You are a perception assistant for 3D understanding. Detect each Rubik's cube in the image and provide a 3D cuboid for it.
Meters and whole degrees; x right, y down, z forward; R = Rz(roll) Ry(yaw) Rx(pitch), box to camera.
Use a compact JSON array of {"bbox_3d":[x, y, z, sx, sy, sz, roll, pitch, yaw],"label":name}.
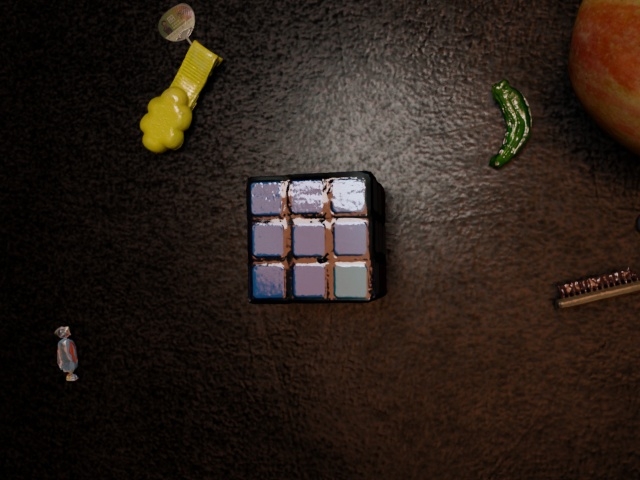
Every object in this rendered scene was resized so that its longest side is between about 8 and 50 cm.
[{"bbox_3d":[0.000,0.000,0.880,0.160,0.163,0.162,-1,87,11],"label":"Rubik's cube"}]

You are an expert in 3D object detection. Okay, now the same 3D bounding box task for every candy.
[{"bbox_3d":[-0.388,0.173,1.022,0.030,0.020,0.083,-9,89,11],"label":"candy"}]

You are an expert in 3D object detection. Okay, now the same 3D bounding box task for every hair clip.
[{"bbox_3d":[-0.205,-0.204,0.983,0.072,0.046,0.173,35,95,5],"label":"hair clip"}]

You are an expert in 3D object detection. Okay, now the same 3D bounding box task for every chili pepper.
[{"bbox_3d":[0.256,-0.157,0.901,0.055,0.035,0.118,3,99,24],"label":"chili pepper"}]

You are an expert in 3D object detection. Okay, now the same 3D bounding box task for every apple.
[{"bbox_3d":[0.408,-0.208,0.761,0.233,0.257,0.257,16,92,22],"label":"apple"}]

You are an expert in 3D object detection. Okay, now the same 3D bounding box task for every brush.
[{"bbox_3d":[0.424,0.047,0.856,0.247,0.043,0.036,-14,79,10],"label":"brush"}]

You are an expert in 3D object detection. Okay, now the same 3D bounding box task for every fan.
[{"bbox_3d":[-0.215,-0.316,1.009,0.060,0.003,0.080,-7,87,11],"label":"fan"}]

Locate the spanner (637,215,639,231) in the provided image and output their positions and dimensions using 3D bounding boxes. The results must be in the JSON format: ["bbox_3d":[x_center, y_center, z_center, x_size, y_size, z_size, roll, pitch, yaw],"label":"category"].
[{"bbox_3d":[0.542,-0.104,0.849,0.315,0.024,0.087,-35,81,10],"label":"spanner"}]
